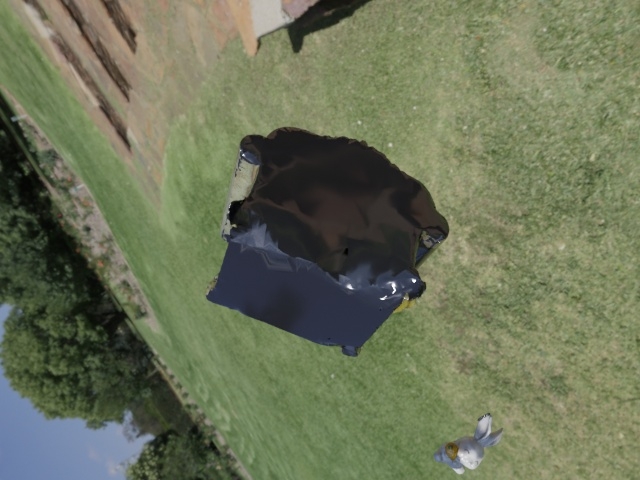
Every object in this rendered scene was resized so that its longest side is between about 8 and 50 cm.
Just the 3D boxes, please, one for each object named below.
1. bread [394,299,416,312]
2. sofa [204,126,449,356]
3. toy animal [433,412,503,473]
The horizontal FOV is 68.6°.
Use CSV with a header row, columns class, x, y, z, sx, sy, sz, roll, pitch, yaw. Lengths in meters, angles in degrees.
class,x,y,z,sx,sy,sz,roll,pitch,yaw
bread,0.163,0.084,1.159,0.132,0.103,0.172,56,-168,-59
sofa,0.000,0.000,0.587,0.258,0.182,0.200,22,139,-5
toy animal,0.394,0.548,1.266,0.131,0.127,0.181,37,132,-5
